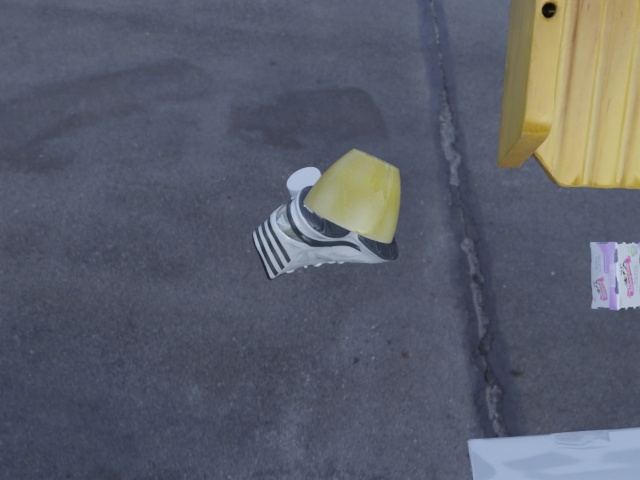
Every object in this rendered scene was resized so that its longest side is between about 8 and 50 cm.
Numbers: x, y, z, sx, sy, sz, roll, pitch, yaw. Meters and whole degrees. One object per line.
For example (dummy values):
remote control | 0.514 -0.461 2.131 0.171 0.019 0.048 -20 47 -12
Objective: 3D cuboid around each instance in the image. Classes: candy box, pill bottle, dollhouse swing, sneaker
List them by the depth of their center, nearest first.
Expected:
dollhouse swing | 0.372 -0.182 0.506 0.346 0.315 0.305 2 14 4
candy box | 0.758 0.086 1.453 0.196 0.165 0.070 0 -1 -35
sneaker | -0.001 -0.001 1.480 0.447 0.257 0.169 16 54 -52
pill bottle | -0.011 -0.096 1.644 0.119 0.209 0.119 -15 40 13

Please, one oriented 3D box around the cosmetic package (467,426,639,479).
cosmetic package | 0.377 0.423 0.808 0.284 0.377 0.097 -11 30 13

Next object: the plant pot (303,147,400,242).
plant pot | 0.057 -0.068 0.792 0.134 0.095 0.134 24 12 -5
